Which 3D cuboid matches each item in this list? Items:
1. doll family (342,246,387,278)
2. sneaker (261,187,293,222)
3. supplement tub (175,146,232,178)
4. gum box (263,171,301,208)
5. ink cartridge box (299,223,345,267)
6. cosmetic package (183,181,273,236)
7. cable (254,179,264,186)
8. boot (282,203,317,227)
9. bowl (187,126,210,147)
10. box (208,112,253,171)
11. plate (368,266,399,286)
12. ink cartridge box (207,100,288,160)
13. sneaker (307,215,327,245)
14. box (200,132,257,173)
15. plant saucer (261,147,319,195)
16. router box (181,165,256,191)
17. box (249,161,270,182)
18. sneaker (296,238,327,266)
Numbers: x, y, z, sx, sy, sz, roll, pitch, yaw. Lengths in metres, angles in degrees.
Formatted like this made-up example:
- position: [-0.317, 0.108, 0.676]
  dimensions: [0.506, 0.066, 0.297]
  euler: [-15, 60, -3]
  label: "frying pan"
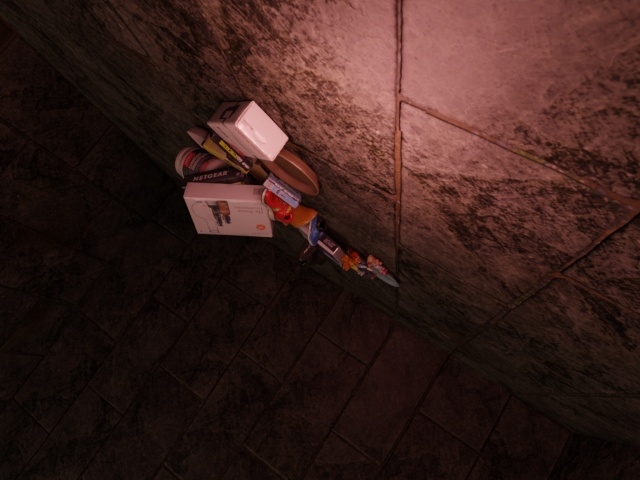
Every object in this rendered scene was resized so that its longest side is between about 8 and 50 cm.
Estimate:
- position: [0.198, 0.124, 2.235]
  dimensions: [0.163, 0.118, 0.262]
  euler: [42, 167, -35]
  label: "doll family"
- position: [-0.174, -0.166, 1.950]
  dimensions: [0.118, 0.108, 0.279]
  euler: [20, 161, 17]
  label: "sneaker"
- position: [-0.592, -0.361, 2.283]
  dimensions: [0.272, 0.191, 0.191]
  euler: [27, 168, 31]
  label: "supplement tub"
- position: [-0.150, -0.213, 1.803]
  dimensions: [0.156, 0.041, 0.184]
  euler: [36, -164, -13]
  label: "gum box"
- position: [0.000, 0.000, 2.337]
  dimensions: [0.303, 0.072, 0.307]
  euler: [38, 177, 19]
  label: "ink cartridge box"
- position: [-0.418, -0.139, 2.101]
  dimensions: [0.376, 0.098, 0.285]
  euler: [2, 148, 3]
  label: "cosmetic package"
- position: [-0.250, -0.202, 2.284]
  dimensions: [0.139, 0.072, 0.287]
  euler: [-15, 127, 44]
  label: "cable"
- position: [-0.159, -0.168, 2.097]
  dimensions: [0.295, 0.104, 0.211]
  euler: [-4, 129, 54]
  label: "boot"
- position: [-0.511, -0.452, 2.004]
  dimensions: [0.141, 0.053, 0.142]
  euler: [28, 167, 30]
  label: "bowl"
- position: [-0.334, -0.365, 1.657]
  dimensions: [0.184, 0.045, 0.191]
  euler: [39, -162, -36]
  label: "box"
- position: [0.335, 0.182, 2.341]
  dimensions: [0.188, 0.024, 0.188]
  euler: [33, 170, 6]
  label: "plate"
- position: [-0.240, -0.359, 1.461]
  dimensions: [0.172, 0.100, 0.237]
  euler: [42, 168, -36]
  label: "ink cartridge box"
- position: [-0.011, -0.041, 2.125]
  dimensions: [0.058, 0.152, 0.084]
  euler: [-9, -161, -44]
  label: "sneaker"
- position: [-0.385, -0.375, 1.881]
  dimensions: [0.232, 0.087, 0.058]
  euler: [30, 171, 16]
  label: "box"
- position: [-0.112, -0.265, 1.663]
  dimensions: [0.277, 0.041, 0.278]
  euler: [33, 169, 7]
  label: "plant saucer"
- position: [-0.461, -0.229, 2.132]
  dimensions: [0.308, 0.081, 0.243]
  euler: [-8, 144, 15]
  label: "router box"
- position: [-0.273, -0.306, 2.022]
  dimensions: [0.201, 0.021, 0.164]
  euler: [24, 165, 47]
  label: "box"
- position: [-0.057, 0.089, 2.437]
  dimensions: [0.109, 0.130, 0.286]
  euler: [36, 176, 27]
  label: "sneaker"
